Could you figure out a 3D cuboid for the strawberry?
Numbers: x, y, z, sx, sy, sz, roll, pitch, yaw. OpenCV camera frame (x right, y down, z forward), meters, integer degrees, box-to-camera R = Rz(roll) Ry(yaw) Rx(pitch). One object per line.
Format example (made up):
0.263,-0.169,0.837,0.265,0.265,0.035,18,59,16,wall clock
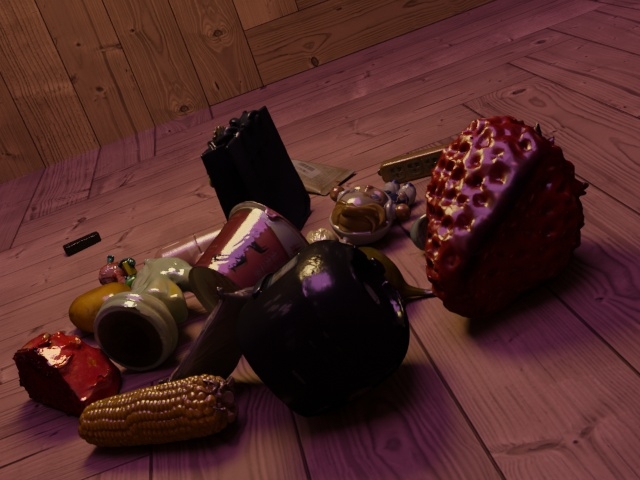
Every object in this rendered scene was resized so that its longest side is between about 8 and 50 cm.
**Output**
0.296,-0.023,1.565,0.295,0.317,0.345,32,66,25,strawberry

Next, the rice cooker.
0.011,0.134,1.429,0.224,0.267,0.267,-40,18,16,rice cooker

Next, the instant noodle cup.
-0.147,0.064,1.804,0.235,0.234,0.178,4,41,44,instant noodle cup

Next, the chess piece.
-0.341,0.124,1.860,0.176,0.175,0.298,-11,26,20,chess piece

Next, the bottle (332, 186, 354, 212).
0.070,-0.081,2.156,0.053,0.053,0.140,-8,25,26,bottle

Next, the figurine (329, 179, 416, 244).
0.114,-0.075,2.023,0.194,0.133,0.274,9,22,7,figurine

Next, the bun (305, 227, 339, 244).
0.000,0.000,2.026,0.086,0.054,0.086,-16,23,7,bun

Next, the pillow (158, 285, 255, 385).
-0.174,0.180,1.560,0.169,0.255,0.059,2,38,-52,pillow

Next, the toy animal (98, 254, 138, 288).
-0.487,0.086,2.175,0.100,0.103,0.208,19,3,-26,toy animal

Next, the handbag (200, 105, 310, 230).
-0.158,-0.144,2.133,0.122,0.329,0.303,-15,22,21,handbag

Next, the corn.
-0.283,0.301,1.512,0.305,0.106,0.106,-16,22,22,corn

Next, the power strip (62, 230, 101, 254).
-0.710,0.009,2.625,0.111,0.029,0.038,-26,22,-21,power strip

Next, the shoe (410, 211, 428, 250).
0.309,-0.052,1.836,0.251,0.103,0.100,-29,23,-9,shoe

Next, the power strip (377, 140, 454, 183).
0.290,-0.204,2.239,0.305,0.064,0.044,-14,25,13,power strip

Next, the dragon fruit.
-0.504,0.260,1.759,0.262,0.163,0.189,2,3,43,dragon fruit

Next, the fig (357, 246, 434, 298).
0.146,0.081,1.681,0.236,0.124,0.124,6,25,2,fig

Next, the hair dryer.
-0.265,0.087,2.009,0.189,0.106,0.344,-23,29,-6,hair dryer

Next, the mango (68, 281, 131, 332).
-0.506,0.157,2.038,0.195,0.098,0.137,-5,28,49,mango

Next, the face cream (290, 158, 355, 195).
-0.071,-0.187,2.502,0.341,0.084,0.137,13,40,40,face cream
